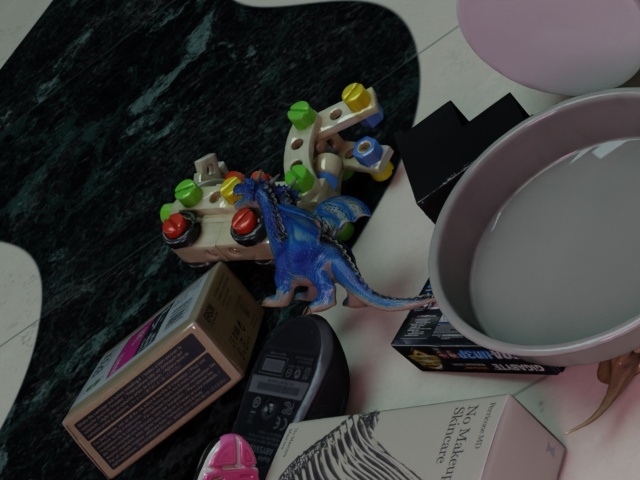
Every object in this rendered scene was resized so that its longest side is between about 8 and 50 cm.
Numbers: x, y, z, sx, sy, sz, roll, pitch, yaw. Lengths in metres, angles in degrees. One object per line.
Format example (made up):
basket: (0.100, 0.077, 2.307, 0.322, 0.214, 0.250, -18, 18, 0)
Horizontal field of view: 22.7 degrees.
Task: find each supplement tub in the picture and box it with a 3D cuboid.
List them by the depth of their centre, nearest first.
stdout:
supplement tub: (0.290, -0.344, 1.714, 0.241, 0.241, 0.331, -13, 43, 44)

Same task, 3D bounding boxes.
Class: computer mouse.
computer mouse: (-0.043, 0.208, 1.634, 0.188, 0.072, 0.272, 10, 72, 54)

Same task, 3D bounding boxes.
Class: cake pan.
cake pan: (0.236, -0.009, 1.413, 0.293, 0.054, 0.293, -22, 43, 22)

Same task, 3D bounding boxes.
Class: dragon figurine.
dragon figurine: (0.000, 0.000, 1.659, 0.289, 0.085, 0.144, 8, 101, 56)

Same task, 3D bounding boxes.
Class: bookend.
bookend: (0.172, -0.100, 1.731, 0.156, 0.072, 0.157, -36, 30, 14)

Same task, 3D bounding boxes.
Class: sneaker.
sneaker: (-0.103, 0.252, 1.520, 0.075, 0.063, 0.170, -135, 46, -56)

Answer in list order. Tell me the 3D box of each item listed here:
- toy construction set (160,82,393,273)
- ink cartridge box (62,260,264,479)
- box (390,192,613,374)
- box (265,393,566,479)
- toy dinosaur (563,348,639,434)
toy construction set: (-0.073, -0.063, 1.911, 0.328, 0.151, 0.215, -15, 48, 45)
ink cartridge box: (-0.169, 0.139, 1.779, 0.193, 0.088, 0.234, -37, 10, 12)
box: (0.183, 0.044, 1.537, 0.220, 0.051, 0.175, -7, 47, 57)
box: (0.076, 0.218, 1.435, 0.275, 0.094, 0.113, -15, 41, 42)
toy dinosaur: (0.271, 0.102, 1.395, 0.092, 0.053, 0.183, -39, 19, 41)
